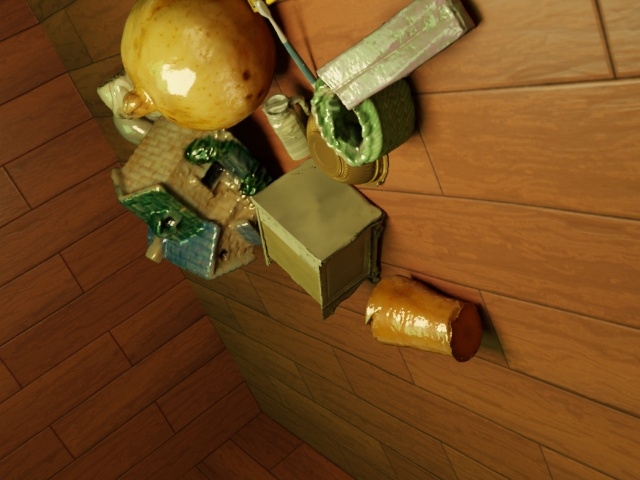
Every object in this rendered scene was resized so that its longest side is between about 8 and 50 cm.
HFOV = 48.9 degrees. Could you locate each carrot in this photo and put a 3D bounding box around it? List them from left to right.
[{"bbox_3d":[0.264,0.191,1.757,0.254,0.196,0.196,6,128,52],"label":"carrot"}]

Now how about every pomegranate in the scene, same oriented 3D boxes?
[{"bbox_3d":[-0.314,-0.435,1.705,0.410,0.410,0.410,42,154,26],"label":"pomegranate"}]

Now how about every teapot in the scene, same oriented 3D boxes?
[{"bbox_3d":[-0.067,-0.296,1.795,0.200,0.107,0.077,55,-169,-60],"label":"teapot"}]

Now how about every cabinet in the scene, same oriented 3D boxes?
[{"bbox_3d":[0.000,0.000,1.939,0.290,0.227,0.318,41,156,27],"label":"cabinet"}]

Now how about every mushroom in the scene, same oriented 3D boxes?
[{"bbox_3d":[-0.618,-0.457,2.563,0.243,0.243,0.243,42,154,26],"label":"mushroom"}]

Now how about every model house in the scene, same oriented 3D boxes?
[{"bbox_3d":[-0.377,-0.099,2.127,0.395,0.400,0.445,27,165,37],"label":"model house"}]

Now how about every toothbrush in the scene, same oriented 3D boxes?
[{"bbox_3d":[-0.072,-0.443,1.618,0.025,0.019,0.276,26,163,46],"label":"toothbrush"}]

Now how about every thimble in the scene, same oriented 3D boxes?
[{"bbox_3d":[0.088,-0.273,1.487,0.219,0.150,0.219,42,153,27],"label":"thimble"}]

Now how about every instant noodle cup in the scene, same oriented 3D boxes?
[{"bbox_3d":[0.042,-0.227,1.716,0.274,0.091,0.274,42,153,27],"label":"instant noodle cup"}]

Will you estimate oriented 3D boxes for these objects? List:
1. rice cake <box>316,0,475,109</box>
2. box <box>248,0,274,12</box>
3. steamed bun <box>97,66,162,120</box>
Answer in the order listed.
[{"bbox_3d":[0.133,-0.345,1.274,0.298,0.050,0.106,-29,96,35],"label":"rice cake"},{"bbox_3d":[-0.096,-0.612,1.460,0.301,0.084,0.193,3,125,61],"label":"box"},{"bbox_3d":[-0.558,-0.483,2.276,0.207,0.280,0.268,54,160,-22],"label":"steamed bun"}]
